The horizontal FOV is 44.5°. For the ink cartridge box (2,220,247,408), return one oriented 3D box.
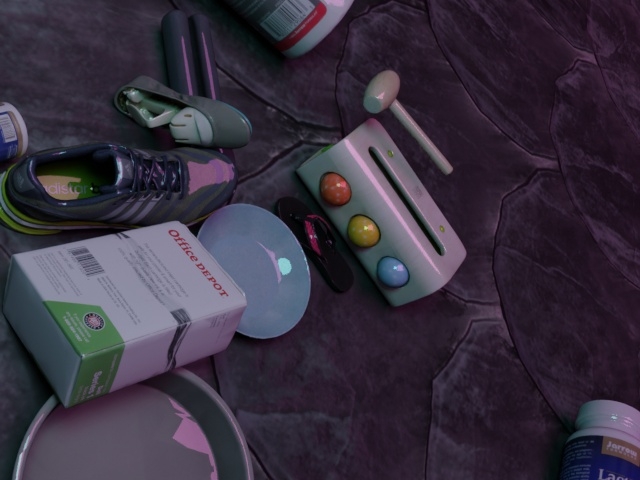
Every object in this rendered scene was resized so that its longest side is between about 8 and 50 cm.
[{"bbox_3d":[-0.220,0.075,0.895,0.219,0.093,0.160,-14,51,-44],"label":"ink cartridge box"}]

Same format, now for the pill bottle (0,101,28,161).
[{"bbox_3d":[-0.399,-0.112,0.879,0.120,0.067,0.067,-26,90,-44],"label":"pill bottle"}]

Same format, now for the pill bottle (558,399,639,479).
[{"bbox_3d":[0.495,0.423,1.365,0.153,0.153,0.265,41,49,-20],"label":"pill bottle"}]

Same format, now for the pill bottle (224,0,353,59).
[{"bbox_3d":[-0.104,-0.447,1.208,0.318,0.176,0.176,39,50,-22],"label":"pill bottle"}]

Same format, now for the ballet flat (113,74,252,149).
[{"bbox_3d":[-0.186,-0.157,1.021,0.068,0.213,0.072,-40,143,-37],"label":"ballet flat"}]

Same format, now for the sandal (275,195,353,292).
[{"bbox_3d":[0.000,0.000,1.196,0.179,0.040,0.067,51,47,-11],"label":"sandal"}]

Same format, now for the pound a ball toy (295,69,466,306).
[{"bbox_3d":[0.100,-0.068,1.198,0.319,0.208,0.136,55,46,-9],"label":"pound a ball toy"}]

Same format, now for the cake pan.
[{"bbox_3d":[-0.208,0.281,0.882,0.293,0.054,0.293,18,61,-35],"label":"cake pan"}]

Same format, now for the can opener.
[{"bbox_3d":[-0.159,-0.196,1.104,0.075,0.095,0.284,-3,80,-42],"label":"can opener"}]

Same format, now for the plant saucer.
[{"bbox_3d":[-0.101,0.045,1.092,0.194,0.037,0.195,19,60,-35],"label":"plant saucer"}]

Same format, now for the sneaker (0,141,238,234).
[{"bbox_3d":[-0.230,-0.066,0.941,0.299,0.121,0.111,-10,85,-31],"label":"sneaker"}]
